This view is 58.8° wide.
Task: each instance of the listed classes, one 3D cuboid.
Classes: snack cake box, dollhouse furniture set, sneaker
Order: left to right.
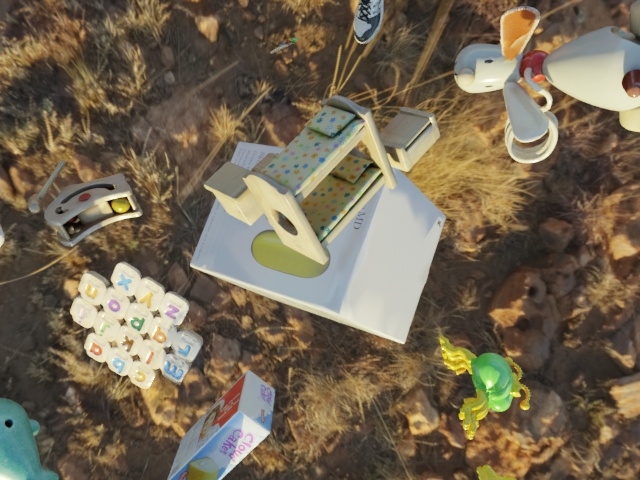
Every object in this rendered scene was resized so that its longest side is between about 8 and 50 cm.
[{"bbox_3d":[-0.222,0.441,1.289,0.089,0.152,0.264,40,107,-12],"label":"snack cake box"},{"bbox_3d":[-0.010,-0.099,0.553,0.182,0.161,0.101,-47,136,-19],"label":"dollhouse furniture set"},{"bbox_3d":[0.047,-0.238,0.559,0.032,0.037,0.083,27,113,25],"label":"sneaker"}]

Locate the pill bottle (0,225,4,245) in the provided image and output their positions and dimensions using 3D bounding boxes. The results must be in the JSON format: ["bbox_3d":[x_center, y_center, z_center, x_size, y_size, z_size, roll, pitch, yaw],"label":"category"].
[{"bbox_3d":[-0.324,-0.055,0.430,0.094,0.094,0.169,-28,89,-11],"label":"pill bottle"}]

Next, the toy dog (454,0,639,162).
[{"bbox_3d":[0.317,-0.210,0.742,0.161,0.333,0.220,-34,102,-38],"label":"toy dog"}]

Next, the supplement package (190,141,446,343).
[{"bbox_3d":[0.000,0.000,0.809,0.198,0.262,0.199,31,76,-53],"label":"supplement package"}]

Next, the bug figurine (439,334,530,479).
[{"bbox_3d":[0.190,0.209,0.546,0.072,0.216,0.279,-20,55,12],"label":"bug figurine"}]

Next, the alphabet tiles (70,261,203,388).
[{"bbox_3d":[-0.387,0.182,1.190,0.284,0.021,0.278,31,119,1],"label":"alphabet tiles"}]

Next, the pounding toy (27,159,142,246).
[{"bbox_3d":[-0.586,-0.096,1.369,0.269,0.154,0.155,-14,130,0],"label":"pounding toy"}]

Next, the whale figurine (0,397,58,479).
[{"bbox_3d":[-0.701,0.475,1.281,0.141,0.216,0.272,-37,97,24],"label":"whale figurine"}]

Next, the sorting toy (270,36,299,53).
[{"bbox_3d":[-0.080,-0.487,1.402,0.062,0.083,0.012,-46,116,-44],"label":"sorting toy"}]
